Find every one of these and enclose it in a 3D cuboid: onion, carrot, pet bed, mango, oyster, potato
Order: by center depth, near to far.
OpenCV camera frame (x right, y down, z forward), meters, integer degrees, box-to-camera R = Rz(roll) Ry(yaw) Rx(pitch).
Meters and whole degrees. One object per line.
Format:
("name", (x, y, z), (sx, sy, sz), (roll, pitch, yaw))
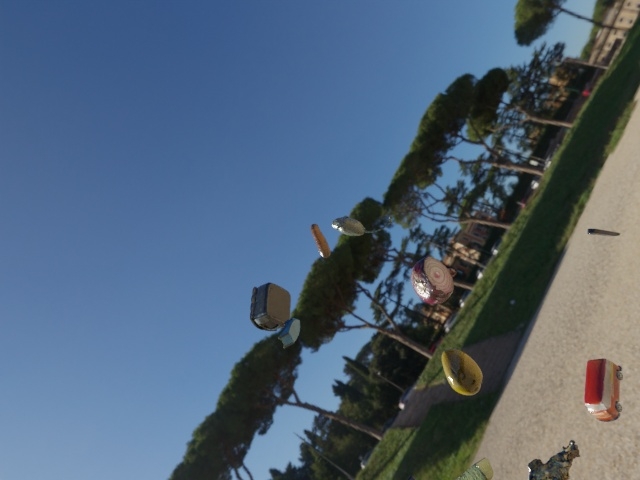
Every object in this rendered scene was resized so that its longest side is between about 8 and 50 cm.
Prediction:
("oyster", (0.650, 0.675, 1.204), (0.260, 0.092, 0.198), (-3, -55, -37))
("potato", (0.561, 0.870, 1.523), (0.120, 0.081, 0.149), (16, -61, -47))
("mango", (0.562, 0.525, 1.687), (0.137, 0.195, 0.098), (-44, -14, 16))
("onion", (0.489, 0.166, 1.790), (0.218, 0.195, 0.140), (-18, -28, -37))
("pet bed", (-0.263, 0.339, 2.102), (0.183, 0.159, 0.210), (34, -139, -37))
("carrot", (0.000, 0.000, 2.132), (0.060, 0.060, 0.186), (-26, -87, -54))

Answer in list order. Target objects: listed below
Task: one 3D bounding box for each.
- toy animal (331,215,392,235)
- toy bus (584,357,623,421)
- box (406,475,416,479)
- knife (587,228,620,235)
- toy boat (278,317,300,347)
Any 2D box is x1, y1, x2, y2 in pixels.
("toy animal", (0.168, -0.057, 1.727), (0.079, 0.253, 0.070), (69, -152, -55))
("toy bus", (0.818, 0.429, 1.222), (0.079, 0.077, 0.174), (-38, 17, 54))
("box", (0.396, 1.072, 1.583), (0.188, 0.252, 0.153), (-46, -70, -11))
("knife", (0.857, -0.022, 1.267), (0.031, 0.121, 0.018), (166, 110, -70))
("toy boat", (-0.140, 0.395, 1.839), (0.075, 0.077, 0.185), (63, -162, -15))
